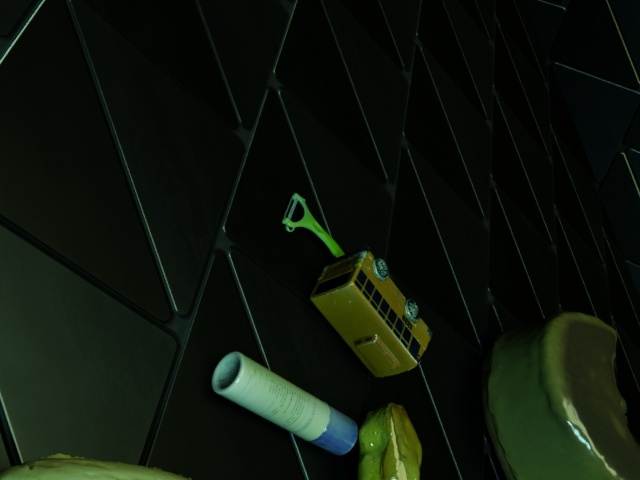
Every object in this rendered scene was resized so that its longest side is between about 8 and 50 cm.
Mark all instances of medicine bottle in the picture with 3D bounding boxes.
[{"bbox_3d":[-0.042,0.222,0.973,0.231,0.059,0.059,38,45,-35],"label":"medicine bottle"}]

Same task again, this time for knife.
[{"bbox_3d":[0.002,-0.001,1.181,0.166,0.023,0.078,46,46,-25],"label":"knife"}]

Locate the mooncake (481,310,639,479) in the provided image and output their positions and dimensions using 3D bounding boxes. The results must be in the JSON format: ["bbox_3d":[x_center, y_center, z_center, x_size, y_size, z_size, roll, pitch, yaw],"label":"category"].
[{"bbox_3d":[0.496,0.342,1.437,0.393,0.246,0.394,56,37,-2],"label":"mooncake"}]

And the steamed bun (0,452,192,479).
[{"bbox_3d":[-0.181,0.323,0.649,0.273,0.166,0.231,36,44,-36],"label":"steamed bun"}]

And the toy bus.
[{"bbox_3d":[0.084,0.121,1.155,0.201,0.098,0.114,52,39,-20],"label":"toy bus"}]

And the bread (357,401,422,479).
[{"bbox_3d":[0.102,0.351,1.042,0.160,0.088,0.232,63,25,-70],"label":"bread"}]
